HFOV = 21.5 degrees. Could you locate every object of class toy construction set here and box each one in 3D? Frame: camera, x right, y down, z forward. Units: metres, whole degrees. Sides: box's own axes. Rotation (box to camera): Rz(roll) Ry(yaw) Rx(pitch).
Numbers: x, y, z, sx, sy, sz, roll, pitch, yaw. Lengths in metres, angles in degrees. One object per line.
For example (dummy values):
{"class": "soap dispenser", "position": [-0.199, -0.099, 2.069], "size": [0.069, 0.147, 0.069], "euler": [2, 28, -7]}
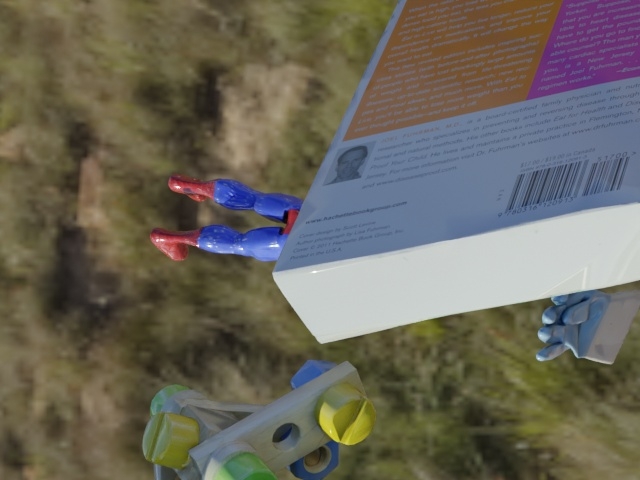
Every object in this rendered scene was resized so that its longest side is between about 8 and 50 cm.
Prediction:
{"class": "toy construction set", "position": [-0.137, 0.167, 0.910], "size": [0.151, 0.328, 0.215], "euler": [-121, 34, -65]}

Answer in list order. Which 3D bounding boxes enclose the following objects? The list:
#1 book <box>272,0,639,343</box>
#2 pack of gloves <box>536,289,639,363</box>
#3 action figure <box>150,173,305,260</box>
{"class": "book", "position": [0.055, -0.040, 0.418], "size": [0.096, 0.035, 0.144], "euler": [-12, 34, 34]}
{"class": "pack of gloves", "position": [0.265, 0.022, 1.612], "size": [0.046, 0.232, 0.195], "euler": [29, 100, 27]}
{"class": "action figure", "position": [0.000, 0.000, 1.448], "size": [0.280, 0.139, 0.091], "euler": [5, 74, 45]}
